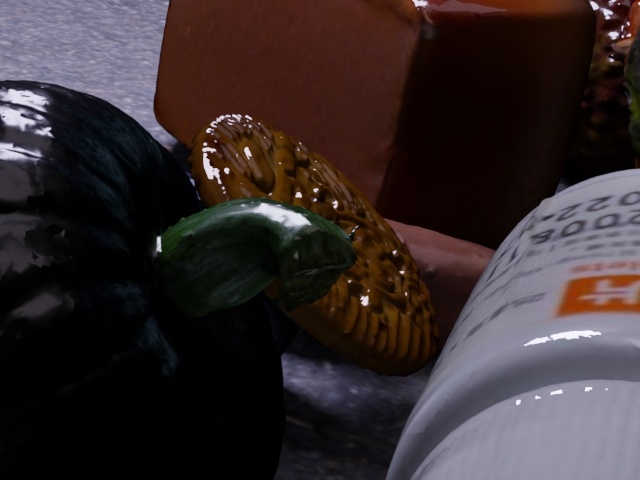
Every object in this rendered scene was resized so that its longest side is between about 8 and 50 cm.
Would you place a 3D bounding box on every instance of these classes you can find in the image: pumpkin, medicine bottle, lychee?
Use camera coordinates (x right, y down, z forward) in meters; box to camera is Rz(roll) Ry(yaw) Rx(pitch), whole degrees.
[{"bbox_3d":[-0.093,0.039,0.672,0.248,0.248,0.248,11,22,-4],"label":"pumpkin"},{"bbox_3d":[0.141,0.112,0.704,0.211,0.211,0.371,16,22,9],"label":"medicine bottle"},{"bbox_3d":[0.269,-0.163,1.424,0.271,0.235,0.236,-1,8,44],"label":"lychee"}]

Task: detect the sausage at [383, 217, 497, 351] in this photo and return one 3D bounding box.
[{"bbox_3d":[-0.040,0.009,1.021,0.433,0.087,0.088,11,22,-5],"label":"sausage"}]

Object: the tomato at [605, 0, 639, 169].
[{"bbox_3d":[0.388,-0.115,1.246,0.309,0.309,0.170,0,-1,-29],"label":"tomato"}]

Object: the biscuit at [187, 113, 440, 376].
[{"bbox_3d":[0.001,-0.001,0.899,0.188,0.027,0.188,40,21,-19],"label":"biscuit"}]

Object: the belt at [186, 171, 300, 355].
[{"bbox_3d":[-0.118,0.019,0.899,0.218,0.122,0.128,24,26,4],"label":"belt"}]

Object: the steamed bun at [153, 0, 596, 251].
[{"bbox_3d":[0.053,-0.138,1.216,0.248,0.235,0.379,-2,22,-38],"label":"steamed bun"}]
